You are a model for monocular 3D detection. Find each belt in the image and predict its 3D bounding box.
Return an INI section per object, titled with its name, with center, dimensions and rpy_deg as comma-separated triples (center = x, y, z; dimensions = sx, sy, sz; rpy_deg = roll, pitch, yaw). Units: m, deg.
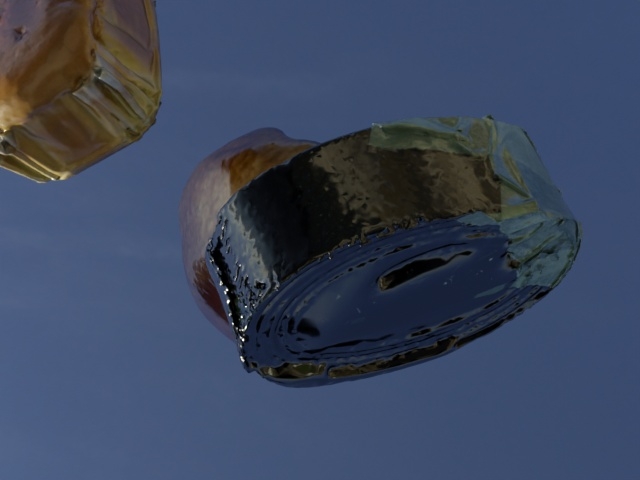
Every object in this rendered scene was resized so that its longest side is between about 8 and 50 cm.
[belt]
center = 0.043, 0.003, 0.624
dimensions = 0.198, 0.151, 0.078
rpy_deg = -12, -124, -18

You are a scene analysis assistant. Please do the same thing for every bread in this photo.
[bread]
center = -0.209, -0.165, 0.942
dimensions = 0.136, 0.107, 0.241
rpy_deg = -28, -135, 17

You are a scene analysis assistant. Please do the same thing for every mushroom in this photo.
[mushroom]
center = 0.002, 0.006, 1.036
dimensions = 0.263, 0.195, 0.283
rpy_deg = 38, -51, -24
